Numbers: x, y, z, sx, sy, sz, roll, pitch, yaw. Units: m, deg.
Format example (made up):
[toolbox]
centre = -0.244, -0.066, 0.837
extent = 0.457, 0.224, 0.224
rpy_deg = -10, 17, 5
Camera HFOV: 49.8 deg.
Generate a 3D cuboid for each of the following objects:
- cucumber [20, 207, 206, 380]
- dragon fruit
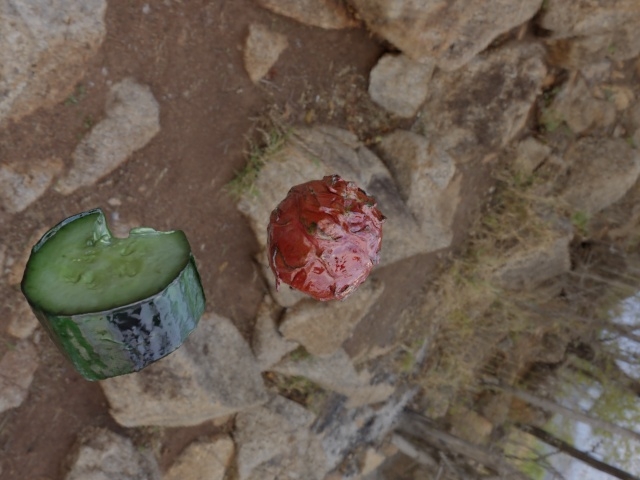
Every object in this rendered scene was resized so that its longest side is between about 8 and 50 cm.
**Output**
[cucumber]
centre = -0.239, 0.061, 0.804
extent = 0.191, 0.191, 0.130
rpy_deg = -58, 152, -34
[dragon fruit]
centre = 0.009, -0.005, 1.361
extent = 0.241, 0.240, 0.253
rpy_deg = -21, 116, -68
